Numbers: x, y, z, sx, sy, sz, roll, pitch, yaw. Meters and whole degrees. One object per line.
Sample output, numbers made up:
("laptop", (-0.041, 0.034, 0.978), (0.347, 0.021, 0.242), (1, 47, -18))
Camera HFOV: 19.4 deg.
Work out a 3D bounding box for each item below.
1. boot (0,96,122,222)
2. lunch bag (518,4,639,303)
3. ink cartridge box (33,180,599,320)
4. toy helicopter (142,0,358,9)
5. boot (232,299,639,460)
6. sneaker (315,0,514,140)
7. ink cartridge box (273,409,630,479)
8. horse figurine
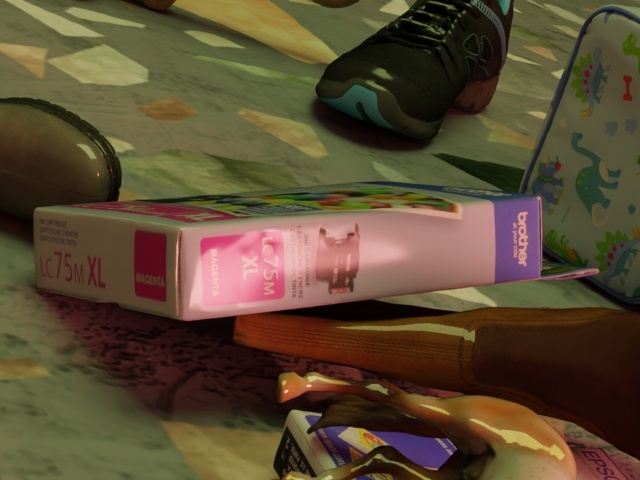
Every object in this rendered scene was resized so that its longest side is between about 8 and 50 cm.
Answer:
("boot", (-0.267, -0.048, 1.199), (0.247, 0.083, 0.161), (20, 25, 20))
("lunch bag", (0.260, -0.073, 1.509), (0.090, 0.219, 0.176), (0, 26, -45))
("ink cartridge box", (0.000, 0.000, 1.167), (0.311, 0.065, 0.186), (-3, 6, -34))
("toy helicopter", (-0.109, -0.332, 1.847), (0.355, 0.235, 0.140), (18, 19, -3))
("boot", (0.091, 0.060, 1.077), (0.280, 0.096, 0.264), (11, 8, 3))
("sneaker", (0.097, -0.189, 1.797), (0.125, 0.139, 0.341), (25, 21, 13))
("ink cartridge box", (0.102, 0.166, 0.979), (0.208, 0.045, 0.206), (9, 22, -24))
("horse figurine", (0.071, 0.132, 0.884), (0.175, 0.066, 0.263), (6, 26, -16))
